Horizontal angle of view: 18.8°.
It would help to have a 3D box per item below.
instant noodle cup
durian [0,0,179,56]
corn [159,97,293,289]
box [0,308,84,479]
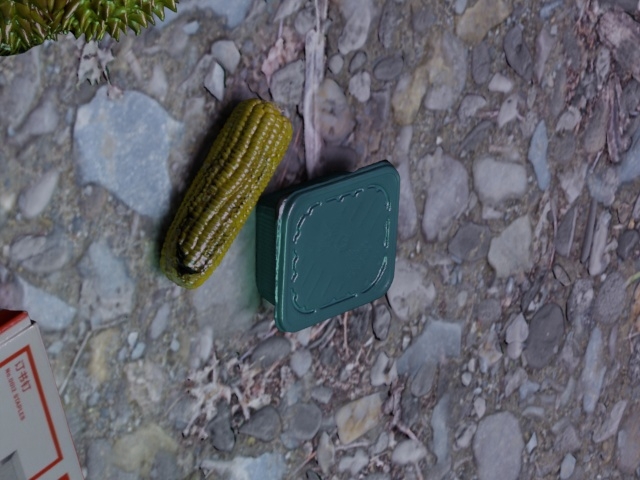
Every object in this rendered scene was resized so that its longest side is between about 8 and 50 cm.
[{"bbox_3d":[0.000,0.000,2.017,0.179,0.070,0.157,-20,121,-43],"label":"instant noodle cup"},{"bbox_3d":[-0.216,-0.269,1.536,0.291,0.291,0.224,-32,113,-36],"label":"durian"},{"bbox_3d":[-0.093,-0.047,1.893,0.072,0.072,0.203,39,76,-48],"label":"corn"},{"bbox_3d":[-0.294,0.179,1.773,0.123,0.050,0.229,-36,129,-35],"label":"box"}]
